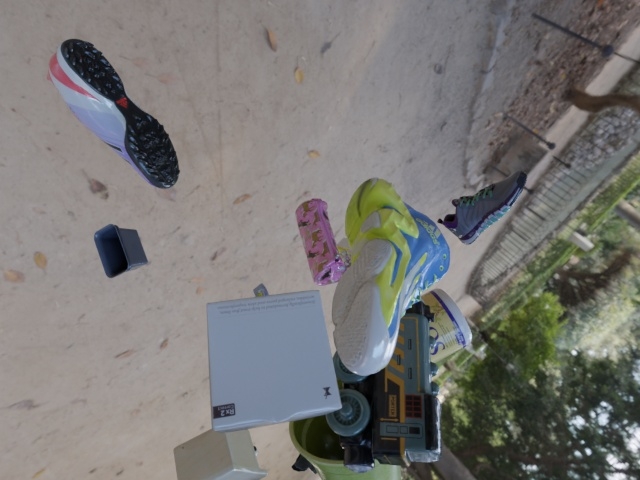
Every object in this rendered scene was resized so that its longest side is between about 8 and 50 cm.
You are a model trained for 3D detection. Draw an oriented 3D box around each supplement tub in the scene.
[{"bbox_3d":[0.366,0.355,1.529,0.331,0.241,0.241,-29,153,0],"label":"supplement tub"}]

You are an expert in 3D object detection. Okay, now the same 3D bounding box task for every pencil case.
[{"bbox_3d":[0.000,0.000,1.730,0.167,0.386,0.160,-28,144,14],"label":"pencil case"}]

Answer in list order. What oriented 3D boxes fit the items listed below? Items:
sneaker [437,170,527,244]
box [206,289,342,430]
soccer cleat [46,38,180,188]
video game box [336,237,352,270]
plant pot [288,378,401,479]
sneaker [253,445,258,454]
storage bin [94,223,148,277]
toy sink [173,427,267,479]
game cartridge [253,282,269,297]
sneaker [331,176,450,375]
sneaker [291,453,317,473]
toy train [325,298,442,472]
[{"bbox_3d":[0.356,-0.082,0.911,0.083,0.098,0.223,-55,177,-45],"label":"sneaker"},{"bbox_3d":[-0.078,0.188,0.632,0.181,0.182,0.119,-5,154,-12],"label":"box"},{"bbox_3d":[-0.416,-0.236,0.826,0.116,0.318,0.108,-19,-155,35],"label":"soccer cleat"},{"bbox_3d":[0.161,0.086,1.162,0.048,0.205,0.187,-50,132,-31],"label":"video game box"},{"bbox_3d":[0.088,0.515,0.986,0.276,0.276,0.254,-26,113,-31],"label":"plant pot"},{"bbox_3d":[-0.332,0.743,1.457,0.217,0.121,0.079,-2,166,-33],"label":"sneaker"},{"bbox_3d":[-0.544,0.030,1.111,0.098,0.135,0.091,-25,173,18],"label":"storage bin"},{"bbox_3d":[-0.268,0.607,1.117,0.153,0.131,0.234,-28,144,1],"label":"toy sink"},{"bbox_3d":[-0.231,0.214,1.596,0.056,0.083,0.017,-38,152,16],"label":"game cartridge"},{"bbox_3d":[0.087,0.033,0.416,0.126,0.240,0.091,24,137,-15],"label":"sneaker"},{"bbox_3d":[-0.027,0.702,1.352,0.051,0.089,0.170,-53,-179,37],"label":"sneaker"},{"bbox_3d":[0.123,0.247,0.753,0.190,0.334,0.142,-3,141,15],"label":"toy train"}]
